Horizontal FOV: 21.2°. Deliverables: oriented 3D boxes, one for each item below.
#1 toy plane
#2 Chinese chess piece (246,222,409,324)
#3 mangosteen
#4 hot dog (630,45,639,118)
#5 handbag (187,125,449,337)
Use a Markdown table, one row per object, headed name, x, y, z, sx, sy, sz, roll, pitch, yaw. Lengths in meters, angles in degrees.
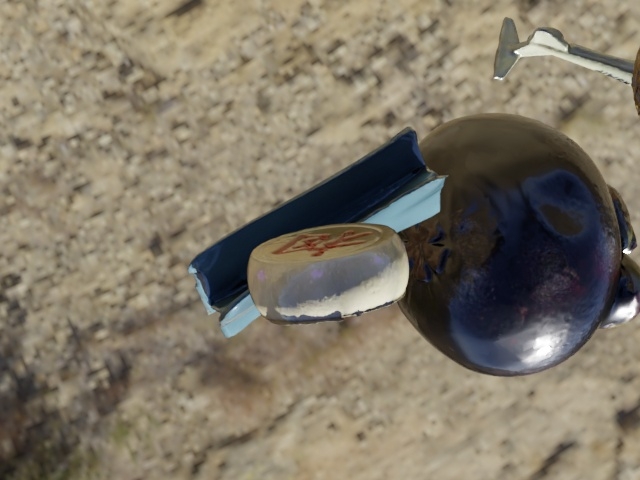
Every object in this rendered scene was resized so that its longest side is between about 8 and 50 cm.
| name | x | y | z | sx | sy | sz | roll | pitch | yaw |
| --- | --- | --- | --- | --- | --- | --- | --- | --- | --- |
| toy plane | 0.289 | -0.129 | 1.422 | 0.286 | 0.092 | 0.108 | 18 | 157 | -7 |
| Chinese chess piece | 0.005 | 0.023 | 1.277 | 0.122 | 0.122 | 0.051 | -13 | 102 | -20 |
| mangosteen | 0.213 | 0.002 | 1.771 | 0.302 | 0.275 | 0.275 | -4 | 134 | -35 |
| hot dog | 0.282 | -0.143 | 1.260 | 0.147 | 0.065 | 0.099 | -59 | 155 | 15 |
| handbag | 0.000 | 0.000 | 1.421 | 0.221 | 0.057 | 0.144 | -33 | 165 | -6 |
